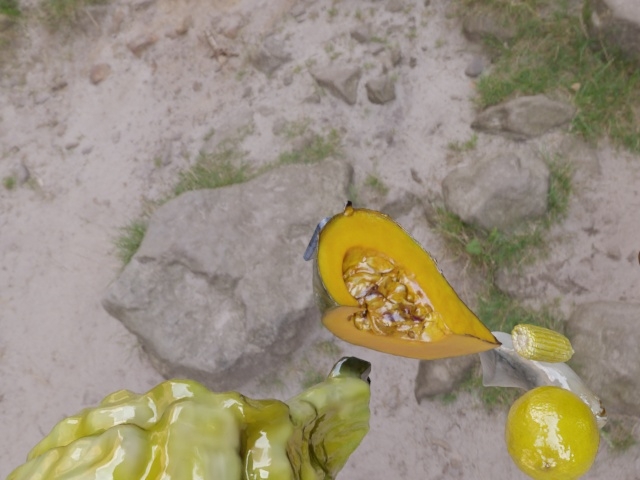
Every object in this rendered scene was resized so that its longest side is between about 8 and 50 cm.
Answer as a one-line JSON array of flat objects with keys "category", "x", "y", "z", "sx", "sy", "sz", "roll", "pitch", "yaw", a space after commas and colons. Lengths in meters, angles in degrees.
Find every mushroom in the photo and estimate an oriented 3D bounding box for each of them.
[{"category": "mushroom", "x": 0.587, "y": 0.374, "z": 1.687, "sx": 0.126, "sy": 0.178, "sz": 0.397, "roll": -14, "pitch": 17, "yaw": -24}]

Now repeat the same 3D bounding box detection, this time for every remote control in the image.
[{"category": "remote control", "x": -0.001, "y": -0.001, "z": 1.233, "sx": 0.043, "sy": 0.152, "sz": 0.027, "roll": -36, "pitch": 79, "yaw": -25}]

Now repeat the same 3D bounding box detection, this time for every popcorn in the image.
[{"category": "popcorn", "x": -0.097, "y": 0.228, "z": 0.412, "sx": 0.292, "sy": 0.293, "sz": 0.237, "roll": -21, "pitch": 55, "yaw": 5}]

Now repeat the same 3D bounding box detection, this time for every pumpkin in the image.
[{"category": "pumpkin", "x": 0.093, "y": 0.059, "z": 0.840, "sx": 0.278, "sy": 0.111, "sz": 0.163, "roll": 17, "pitch": 54, "yaw": -23}]

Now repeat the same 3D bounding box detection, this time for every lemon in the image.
[{"category": "lemon", "x": 0.456, "y": 0.379, "z": 1.240, "sx": 0.178, "sy": 0.179, "sz": 0.203, "roll": 12, "pitch": 30, "yaw": 25}]

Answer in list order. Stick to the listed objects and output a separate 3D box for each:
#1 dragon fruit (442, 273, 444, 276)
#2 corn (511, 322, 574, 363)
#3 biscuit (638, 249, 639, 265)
[{"category": "dragon fruit", "x": 0.207, "y": 0.161, "z": 1.533, "sx": 0.151, "sy": 0.317, "sz": 0.205, "roll": 22, "pitch": 82, "yaw": -6}, {"category": "corn", "x": 0.485, "y": 0.227, "z": 1.373, "sx": 0.063, "sy": 0.165, "sz": 0.085, "roll": -60, "pitch": 36, "yaw": 19}, {"category": "biscuit", "x": 0.810, "y": 0.076, "z": 1.294, "sx": 0.043, "sy": 0.301, "sz": 0.278, "roll": -19, "pitch": 63, "yaw": -23}]
